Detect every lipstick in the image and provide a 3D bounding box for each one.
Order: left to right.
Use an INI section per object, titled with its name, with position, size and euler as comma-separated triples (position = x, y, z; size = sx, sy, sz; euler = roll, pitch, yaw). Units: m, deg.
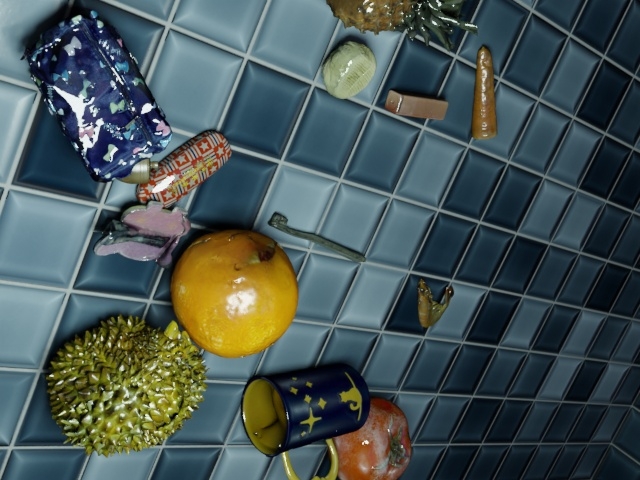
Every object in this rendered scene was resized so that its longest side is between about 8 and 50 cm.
[lipstick]
position = 0.205, -0.288, 1.731
size = 0.145, 0.045, 0.045
euler = 0, 113, -40

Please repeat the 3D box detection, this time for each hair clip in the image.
[hair clip]
position = -0.316, -0.012, 1.450
size = 0.187, 0.056, 0.146
euler = 4, 134, -50

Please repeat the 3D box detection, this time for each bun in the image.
[bun]
position = 0.051, -0.331, 1.566
size = 0.115, 0.069, 0.115
euler = -30, 151, -19

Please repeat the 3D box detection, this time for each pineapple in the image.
[pineapple]
position = 0.165, -0.458, 1.546
size = 0.364, 0.165, 0.166
euler = -4, 117, -46

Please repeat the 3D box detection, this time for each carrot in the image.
[carrot]
position = 0.369, -0.334, 1.832
size = 0.061, 0.061, 0.210
euler = -23, 123, -27

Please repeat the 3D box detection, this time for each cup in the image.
[cup]
position = -0.029, 0.416, 1.848
size = 0.256, 0.178, 0.255
euler = -3, 101, -39

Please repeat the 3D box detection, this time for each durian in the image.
[durian]
position = -0.344, 0.269, 1.476
size = 0.292, 0.258, 0.258
euler = -19, 127, -9

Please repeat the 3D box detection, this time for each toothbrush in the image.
[toothbrush]
position = 0.000, 0.000, 1.746
size = 0.297, 0.030, 0.031
euler = 24, 89, -43

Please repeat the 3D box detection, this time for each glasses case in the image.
[glasses case]
position = -0.244, -0.124, 1.463
size = 0.194, 0.049, 0.073
euler = -40, 133, -13

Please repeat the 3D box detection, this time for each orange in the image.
[orange]
position = -0.159, 0.095, 1.526
size = 0.246, 0.246, 0.246
euler = -19, 125, -29

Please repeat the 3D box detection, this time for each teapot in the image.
[teapot]
position = -0.319, -0.151, 1.396
size = 0.080, 0.085, 0.111
euler = -1, 87, -14

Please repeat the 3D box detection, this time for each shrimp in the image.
[shrimp]
position = 0.292, 0.144, 2.060
size = 0.124, 0.034, 0.178
euler = -34, 133, -23

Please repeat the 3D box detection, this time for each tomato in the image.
[tomato]
position = 0.113, 0.497, 2.015
size = 0.232, 0.188, 0.232
euler = 11, 76, -51

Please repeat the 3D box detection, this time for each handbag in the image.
[handbag]
position = -0.343, -0.223, 1.274
size = 0.162, 0.113, 0.260
euler = -34, 122, -12
